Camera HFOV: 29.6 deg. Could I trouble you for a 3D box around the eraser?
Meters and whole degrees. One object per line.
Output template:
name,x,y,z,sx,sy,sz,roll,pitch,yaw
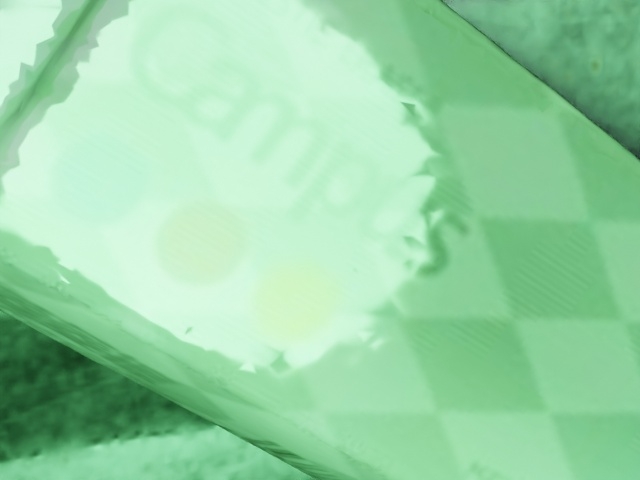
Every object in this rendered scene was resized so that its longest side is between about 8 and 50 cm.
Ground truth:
eraser,0.000,0.000,0.503,0.396,0.082,0.213,32,100,-24
